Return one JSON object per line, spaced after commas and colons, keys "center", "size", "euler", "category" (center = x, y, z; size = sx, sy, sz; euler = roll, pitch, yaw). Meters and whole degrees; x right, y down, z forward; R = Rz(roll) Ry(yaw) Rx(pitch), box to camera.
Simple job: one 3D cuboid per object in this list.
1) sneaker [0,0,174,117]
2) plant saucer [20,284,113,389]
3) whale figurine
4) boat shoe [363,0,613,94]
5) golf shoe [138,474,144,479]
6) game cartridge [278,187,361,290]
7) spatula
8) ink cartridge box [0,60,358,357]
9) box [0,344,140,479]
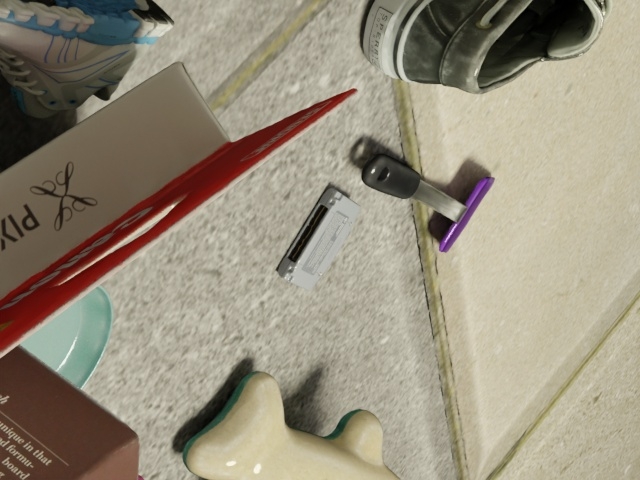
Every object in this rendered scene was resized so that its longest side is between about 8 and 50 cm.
{"center": [-0.157, -0.106, 0.994], "size": [0.190, 0.071, 0.083], "euler": [1, 124, -60], "category": "sneaker"}
{"center": [-0.188, 0.074, 1.189], "size": [0.119, 0.021, 0.119], "euler": [-42, 150, -31], "category": "plant saucer"}
{"center": [-0.036, 0.222, 1.533], "size": [0.216, 0.141, 0.272], "euler": [-49, 129, -18], "category": "whale figurine"}
{"center": [0.175, -0.186, 1.424], "size": [0.335, 0.119, 0.121], "euler": [-34, 145, -40], "category": "boat shoe"}
{"center": [-0.215, 0.299, 1.296], "size": [0.115, 0.140, 0.306], "euler": [93, 14, -59], "category": "golf shoe"}
{"center": [0.000, 0.000, 1.444], "size": [0.083, 0.017, 0.056], "euler": [-58, 151, 1], "category": "game cartridge"}
{"center": [0.093, -0.038, 1.547], "size": [0.084, 0.030, 0.296], "euler": [-58, 155, 6], "category": "spatula"}
{"center": [-0.159, -0.002, 0.931], "size": [0.296, 0.066, 0.261], "euler": [-38, -170, -36], "category": "ink cartridge box"}
{"center": [-0.236, 0.179, 1.053], "size": [0.203, 0.167, 0.168], "euler": [-35, 146, -39], "category": "box"}
